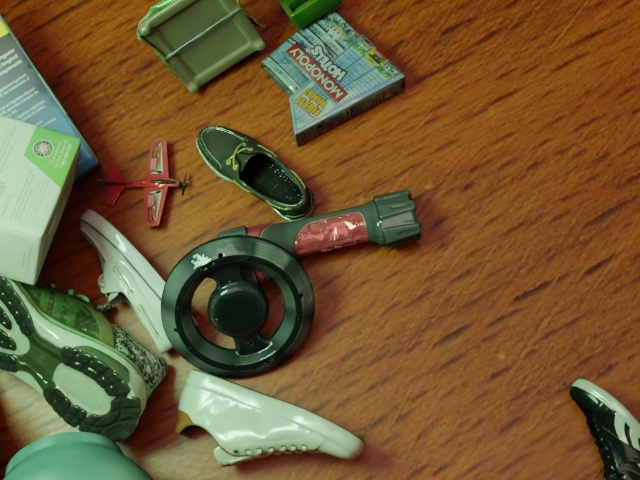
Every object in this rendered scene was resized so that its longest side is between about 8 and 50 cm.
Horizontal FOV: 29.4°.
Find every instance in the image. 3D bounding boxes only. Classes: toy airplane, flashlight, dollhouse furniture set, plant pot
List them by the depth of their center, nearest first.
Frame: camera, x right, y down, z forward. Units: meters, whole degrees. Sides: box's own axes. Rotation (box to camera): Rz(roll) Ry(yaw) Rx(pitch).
[{"bbox_3d":[-0.345,0.393,1.701,0.293,0.293,0.196,-21,47,-2],"label":"plant pot"},{"bbox_3d":[0.000,0.000,1.858,0.304,0.103,0.103,-13,79,1],"label":"flashlight"},{"bbox_3d":[-0.148,-0.400,1.930,0.302,0.197,0.151,-32,58,5],"label":"dollhouse furniture set"},{"bbox_3d":[-0.285,-0.088,1.944,0.151,0.028,0.151,-1,72,4],"label":"toy airplane"}]

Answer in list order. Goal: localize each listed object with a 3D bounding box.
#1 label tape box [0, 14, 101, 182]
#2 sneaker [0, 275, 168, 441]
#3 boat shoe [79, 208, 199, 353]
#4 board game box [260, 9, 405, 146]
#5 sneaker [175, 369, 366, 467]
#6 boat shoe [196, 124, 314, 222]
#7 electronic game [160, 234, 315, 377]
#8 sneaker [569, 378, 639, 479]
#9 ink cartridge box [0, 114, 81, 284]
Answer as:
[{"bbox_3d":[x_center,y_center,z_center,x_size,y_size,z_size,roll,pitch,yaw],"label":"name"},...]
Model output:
[{"bbox_3d":[-0.541,-0.195,1.897,0.249,0.115,0.347,-34,94,-5],"label":"label tape box"},{"bbox_3d":[-0.398,0.128,1.832,0.410,0.182,0.158,40,116,8],"label":"sneaker"},{"bbox_3d":[-0.298,0.062,1.868,0.084,0.095,0.258,-41,74,-12],"label":"boat shoe"},{"bbox_3d":[0.000,-0.255,1.954,0.194,0.060,0.194,-42,75,-8],"label":"board game box"},{"bbox_3d":[-0.078,0.290,1.788,0.290,0.106,0.123,16,78,20],"label":"sneaker"},{"bbox_3d":[-0.105,-0.116,1.917,0.228,0.068,0.081,36,80,13],"label":"boat shoe"},{"bbox_3d":[-0.122,0.100,1.812,0.229,0.048,0.229,-2,112,-5],"label":"electronic game"},{"bbox_3d":[0.414,0.309,1.748,0.121,0.079,0.217,-43,77,-9],"label":"sneaker"},{"bbox_3d":[-0.544,-0.090,1.737,0.354,0.119,0.207,17,48,-6],"label":"ink cartridge box"}]
